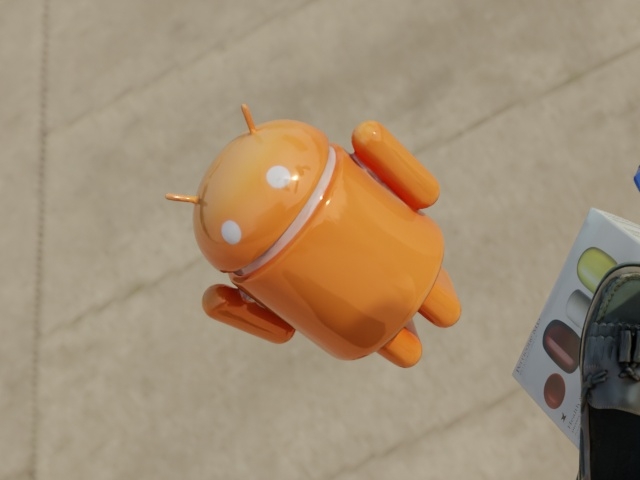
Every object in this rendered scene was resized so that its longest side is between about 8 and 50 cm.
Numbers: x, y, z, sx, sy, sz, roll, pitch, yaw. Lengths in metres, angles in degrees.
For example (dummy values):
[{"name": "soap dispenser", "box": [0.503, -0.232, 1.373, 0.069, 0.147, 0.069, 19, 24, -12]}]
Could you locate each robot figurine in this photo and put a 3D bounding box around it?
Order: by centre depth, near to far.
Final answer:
[{"name": "robot figurine", "box": [-0.001, 0.002, 1.373, 0.158, 0.219, 0.128, -27, 31, 49]}]

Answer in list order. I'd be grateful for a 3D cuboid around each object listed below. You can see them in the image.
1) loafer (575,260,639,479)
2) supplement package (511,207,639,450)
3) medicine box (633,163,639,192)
[{"name": "loafer", "box": [0.261, 0.155, 1.633, 0.096, 0.267, 0.084, 6, 12, 8]}, {"name": "supplement package", "box": [0.310, 0.101, 1.823, 0.194, 0.149, 0.203, -66, 17, 9]}, {"name": "medicine box", "box": [0.397, 0.014, 1.272, 0.263, 0.289, 0.149, -17, -18, -43]}]
